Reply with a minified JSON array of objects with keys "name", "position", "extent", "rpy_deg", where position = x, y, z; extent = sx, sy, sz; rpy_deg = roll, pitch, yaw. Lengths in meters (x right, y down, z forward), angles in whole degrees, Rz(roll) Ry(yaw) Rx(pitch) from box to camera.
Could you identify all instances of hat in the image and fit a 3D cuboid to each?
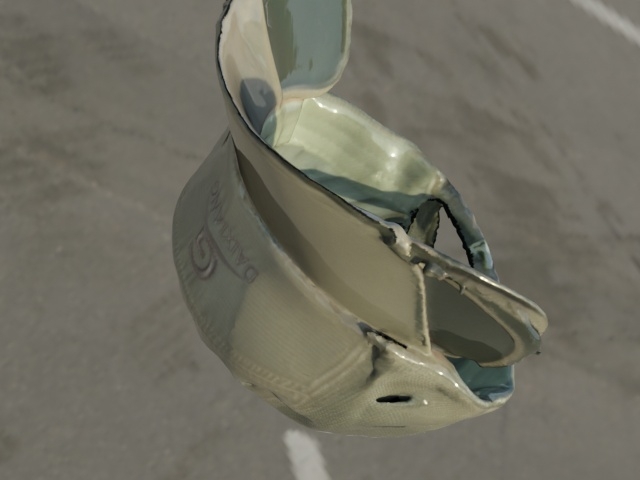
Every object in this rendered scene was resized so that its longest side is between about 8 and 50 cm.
[{"name":"hat","position":[0.001,-0.005,0.837],"extent":[0.232,0.161,0.275],"rpy_deg":[58,-2,24]}]
